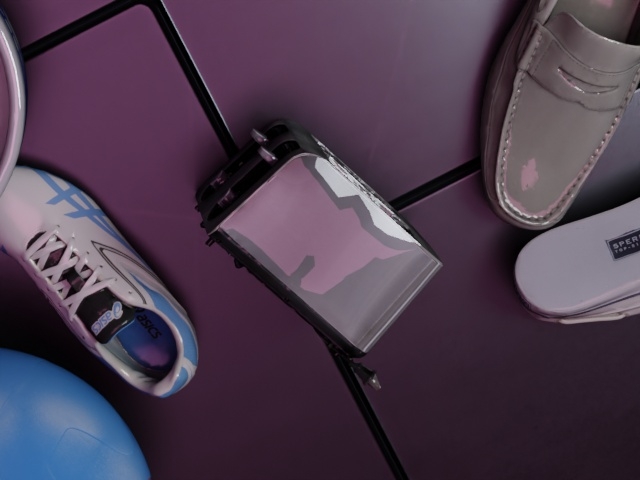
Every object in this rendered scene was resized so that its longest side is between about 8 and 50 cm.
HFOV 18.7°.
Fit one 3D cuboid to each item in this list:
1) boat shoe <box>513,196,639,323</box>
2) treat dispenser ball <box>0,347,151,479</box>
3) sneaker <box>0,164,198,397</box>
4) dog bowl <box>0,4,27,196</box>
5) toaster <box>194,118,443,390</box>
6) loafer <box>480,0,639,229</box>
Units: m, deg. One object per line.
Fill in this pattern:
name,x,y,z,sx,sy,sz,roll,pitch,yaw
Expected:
boat shoe,0.290,0.010,1.599,0.267,0.088,0.096,-21,71,2
treat dispenser ball,-0.267,0.223,1.489,0.288,0.288,0.288,-1,104,-6
sneaker,-0.185,0.030,1.556,0.085,0.086,0.237,-43,103,7
dog bowl,-0.351,-0.105,1.451,0.264,0.104,0.265,-1,101,-5
toaster,0.000,0.000,1.525,0.185,0.168,0.110,42,96,-13
loafer,0.206,-0.157,1.537,0.112,0.111,0.320,13,102,-9
